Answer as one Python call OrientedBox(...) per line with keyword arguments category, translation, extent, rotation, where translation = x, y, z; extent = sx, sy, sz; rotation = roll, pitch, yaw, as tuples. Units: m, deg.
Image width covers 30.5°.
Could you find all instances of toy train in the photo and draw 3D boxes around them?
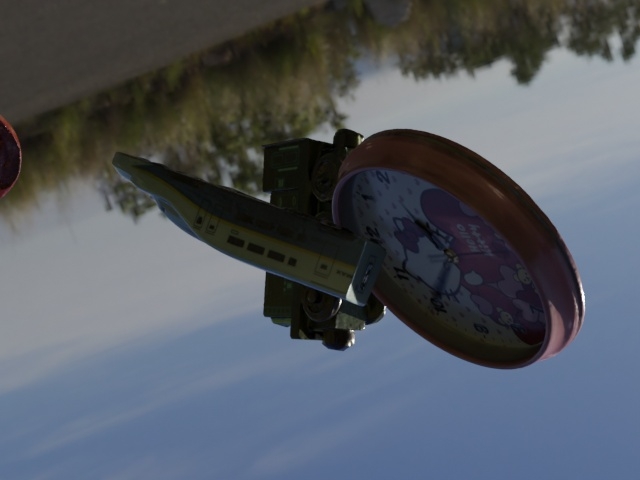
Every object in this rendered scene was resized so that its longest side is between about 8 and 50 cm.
OrientedBox(category="toy train", translation=(0.000, 0.000, 1.212), extent=(0.090, 0.225, 0.137), rotation=(9, 172, -41))
OrientedBox(category="toy train", translation=(-0.066, -0.013, 0.888), extent=(0.234, 0.051, 0.052), rotation=(19, 177, 23))

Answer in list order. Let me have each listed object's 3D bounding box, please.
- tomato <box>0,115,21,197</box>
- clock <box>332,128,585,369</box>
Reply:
OrientedBox(category="tomato", translation=(-0.446, -0.113, 1.417), extent=(0.139, 0.159, 0.091), rotation=(-57, -147, 9))
OrientedBox(category="clock", translation=(0.112, 0.010, 0.981), extent=(0.056, 0.244, 0.244), rotation=(-46, -161, -27))
